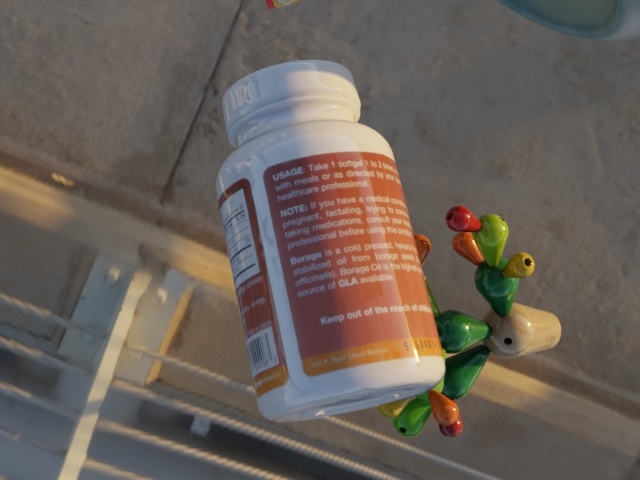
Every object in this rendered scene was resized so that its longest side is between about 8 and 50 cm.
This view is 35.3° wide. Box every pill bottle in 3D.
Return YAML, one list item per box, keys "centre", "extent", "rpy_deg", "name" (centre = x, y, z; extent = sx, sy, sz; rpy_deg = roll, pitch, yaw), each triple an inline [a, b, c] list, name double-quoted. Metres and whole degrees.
- centre: [0.000, 0.000, 0.651]
  extent: [0.121, 0.121, 0.216]
  rpy_deg: [-11, 75, -4]
  name: "pill bottle"

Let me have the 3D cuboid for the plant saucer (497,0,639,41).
- centre: [0.128, -0.246, 0.730]
  extent: [0.318, 0.317, 0.043]
  rpy_deg: [41, 90, -12]
  name: "plant saucer"

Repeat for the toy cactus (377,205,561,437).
- centre: [0.138, 0.077, 0.855]
  extent: [0.181, 0.112, 0.218]
  rpy_deg: [3, 106, -34]
  name: "toy cactus"

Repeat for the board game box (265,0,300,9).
- centre: [-0.059, -0.329, 0.901]
  extent: [0.045, 0.146, 0.193]
  rpy_deg: [-16, 133, 3]
  name: "board game box"
